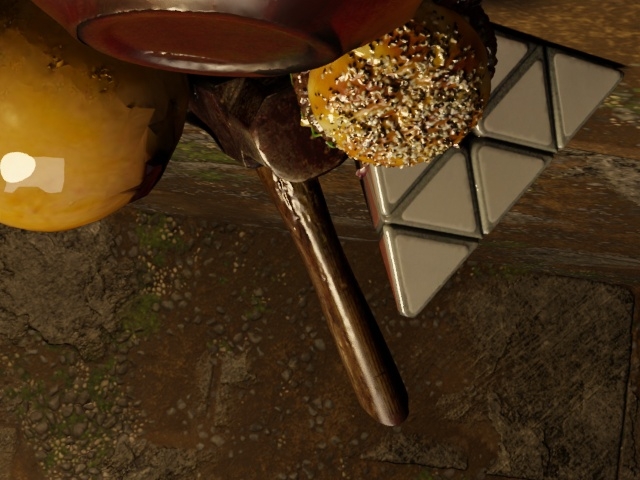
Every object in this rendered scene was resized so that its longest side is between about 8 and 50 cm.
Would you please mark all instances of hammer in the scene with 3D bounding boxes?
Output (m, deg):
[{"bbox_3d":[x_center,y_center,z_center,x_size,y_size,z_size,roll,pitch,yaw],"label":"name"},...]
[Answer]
[{"bbox_3d":[0.000,0.000,1.111,0.095,0.409,0.242,-32,-153,-14],"label":"hammer"}]

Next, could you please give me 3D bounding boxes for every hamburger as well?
[{"bbox_3d":[0.055,-0.129,0.868,0.164,0.093,0.189,-15,130,2],"label":"hamburger"}]

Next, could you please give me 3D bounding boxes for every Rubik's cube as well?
[{"bbox_3d":[0.095,-0.116,1.084,0.233,0.229,0.228,41,131,3],"label":"Rubik's cube"}]

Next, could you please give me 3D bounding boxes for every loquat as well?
[{"bbox_3d":[-0.227,-0.124,1.005,0.235,0.235,0.235,7,174,1],"label":"loquat"}]

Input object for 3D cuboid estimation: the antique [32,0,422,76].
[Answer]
[{"bbox_3d":[-0.062,-0.180,0.721,0.278,0.129,0.223,6,172,-11],"label":"antique"}]
